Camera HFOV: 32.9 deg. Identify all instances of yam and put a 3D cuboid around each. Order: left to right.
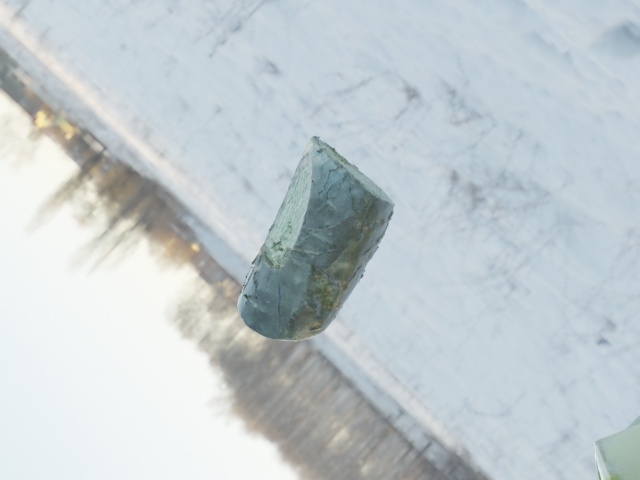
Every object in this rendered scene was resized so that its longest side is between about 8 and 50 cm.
[{"bbox_3d":[0.000,0.000,1.391,0.154,0.254,0.154,21,-160,-8],"label":"yam"}]

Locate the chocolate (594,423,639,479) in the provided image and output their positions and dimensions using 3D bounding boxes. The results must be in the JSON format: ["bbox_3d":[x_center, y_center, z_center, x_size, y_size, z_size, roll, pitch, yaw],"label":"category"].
[{"bbox_3d":[0.404,0.252,0.933,0.137,0.300,0.289,57,-166,-29],"label":"chocolate"}]

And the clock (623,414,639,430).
[{"bbox_3d":[0.460,0.259,1.374,0.062,0.191,0.151,42,171,51],"label":"clock"}]
